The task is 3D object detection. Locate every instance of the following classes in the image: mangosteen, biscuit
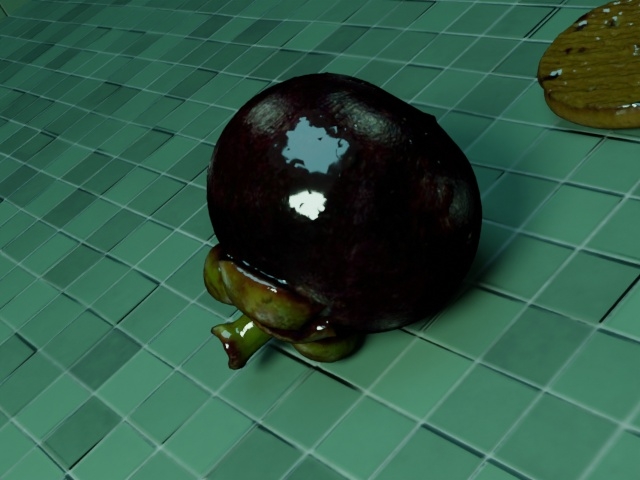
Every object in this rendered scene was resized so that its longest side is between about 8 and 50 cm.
[{"bbox_3d":[0.000,0.000,0.730,0.250,0.211,0.211,-57,30,14],"label":"mangosteen"},{"bbox_3d":[0.298,-0.166,0.854,0.212,0.036,0.212,-19,35,14],"label":"biscuit"}]
